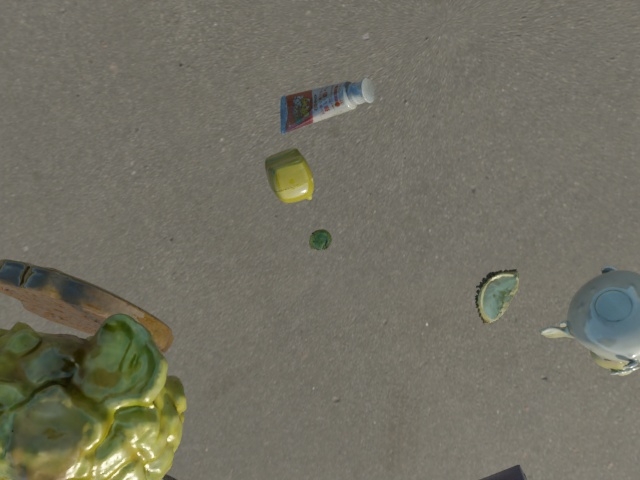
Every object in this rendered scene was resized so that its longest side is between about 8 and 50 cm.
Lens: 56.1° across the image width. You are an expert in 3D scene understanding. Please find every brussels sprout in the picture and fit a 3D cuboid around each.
[{"bbox_3d":[-0.001,0.000,1.313,0.051,0.083,0.046,-8,87,-3],"label":"brussels sprout"}]

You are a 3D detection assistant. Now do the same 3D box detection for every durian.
[{"bbox_3d":[0.353,0.107,1.224,0.052,0.066,0.130,24,97,-43],"label":"durian"}]

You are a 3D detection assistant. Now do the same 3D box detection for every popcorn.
[{"bbox_3d":[-0.252,0.170,0.588,0.235,0.181,0.216,15,130,-15],"label":"popcorn"}]

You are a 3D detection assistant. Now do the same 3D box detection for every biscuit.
[{"bbox_3d":[-0.482,0.134,1.206,0.381,0.074,0.359,3,151,42],"label":"biscuit"}]

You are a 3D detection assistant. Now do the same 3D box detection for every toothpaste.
[{"bbox_3d":[0.005,-0.293,1.284,0.234,0.057,0.089,-7,79,38],"label":"toothpaste"}]

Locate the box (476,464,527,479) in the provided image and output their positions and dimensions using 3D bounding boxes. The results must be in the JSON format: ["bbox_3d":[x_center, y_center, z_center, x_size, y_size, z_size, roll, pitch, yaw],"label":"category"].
[{"bbox_3d":[0.282,0.549,1.102,0.261,0.279,0.116,-25,85,10],"label":"box"}]

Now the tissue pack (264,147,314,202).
[{"bbox_3d":[-0.085,-0.175,1.670,0.123,0.178,0.127,-19,112,-5],"label":"tissue pack"}]

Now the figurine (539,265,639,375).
[{"bbox_3d":[0.656,0.214,1.392,0.275,0.394,0.226,-6,63,25],"label":"figurine"}]

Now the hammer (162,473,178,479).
[{"bbox_3d":[-0.261,0.432,1.063,0.078,0.021,0.201,-4,150,8],"label":"hammer"}]
